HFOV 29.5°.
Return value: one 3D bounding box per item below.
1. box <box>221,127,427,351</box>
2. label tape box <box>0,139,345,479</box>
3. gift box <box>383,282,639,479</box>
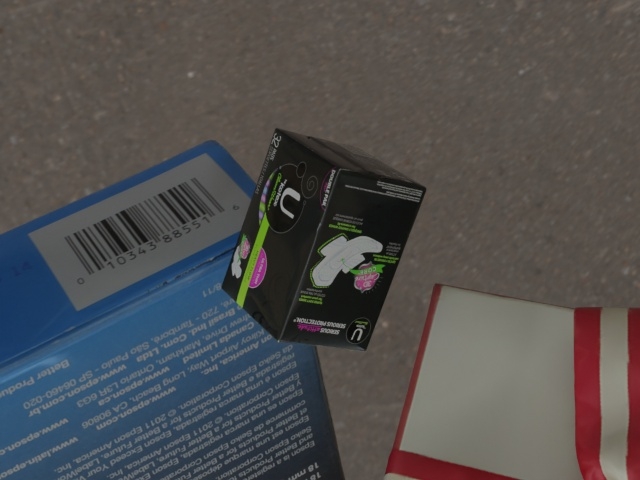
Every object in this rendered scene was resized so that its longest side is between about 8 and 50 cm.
[{"bbox_3d":[0.000,0.000,0.560,0.062,0.052,0.083,36,110,52],"label":"box"},{"bbox_3d":[-0.115,0.139,0.719,0.106,0.241,0.333,46,155,45],"label":"label tape box"},{"bbox_3d":[0.163,0.169,0.573,0.277,0.255,0.258,5,153,14],"label":"gift box"}]
